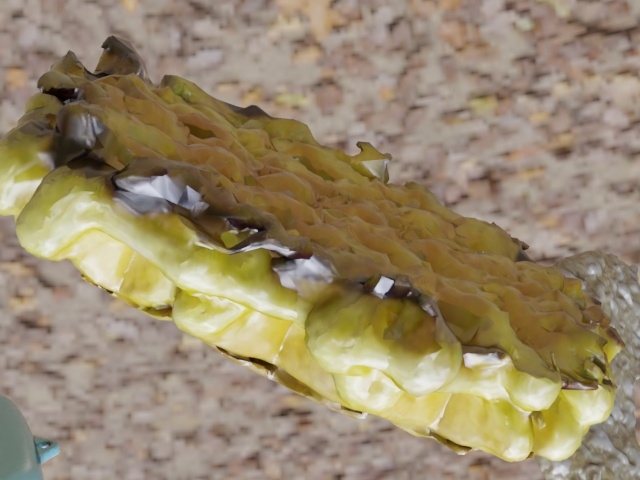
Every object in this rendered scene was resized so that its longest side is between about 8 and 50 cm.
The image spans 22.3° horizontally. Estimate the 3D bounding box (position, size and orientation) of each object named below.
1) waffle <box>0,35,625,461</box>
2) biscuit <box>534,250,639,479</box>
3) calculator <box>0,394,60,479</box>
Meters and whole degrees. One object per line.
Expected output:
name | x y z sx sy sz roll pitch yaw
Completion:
waffle | 0.000 0.000 0.937 0.379 0.382 0.095 24 104 0
biscuit | 0.188 0.107 1.170 0.032 0.250 0.133 -21 142 40
calculator | -0.386 0.170 1.199 0.386 0.256 0.054 -3 106 -17
